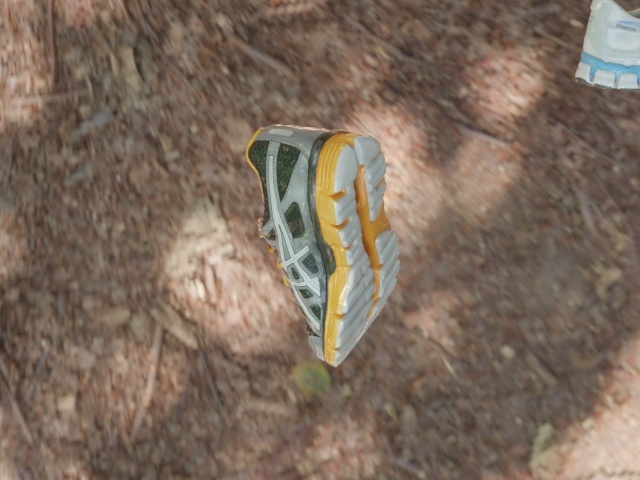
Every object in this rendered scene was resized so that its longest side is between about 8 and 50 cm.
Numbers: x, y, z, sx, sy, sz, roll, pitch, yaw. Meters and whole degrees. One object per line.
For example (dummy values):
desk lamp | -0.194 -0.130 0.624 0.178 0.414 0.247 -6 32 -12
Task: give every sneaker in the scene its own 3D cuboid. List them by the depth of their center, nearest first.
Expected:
sneaker | 0.000 0.000 1.177 0.083 0.084 0.215 20 139 22
sneaker | 0.286 -0.153 1.282 0.190 0.071 0.083 0 101 -8
